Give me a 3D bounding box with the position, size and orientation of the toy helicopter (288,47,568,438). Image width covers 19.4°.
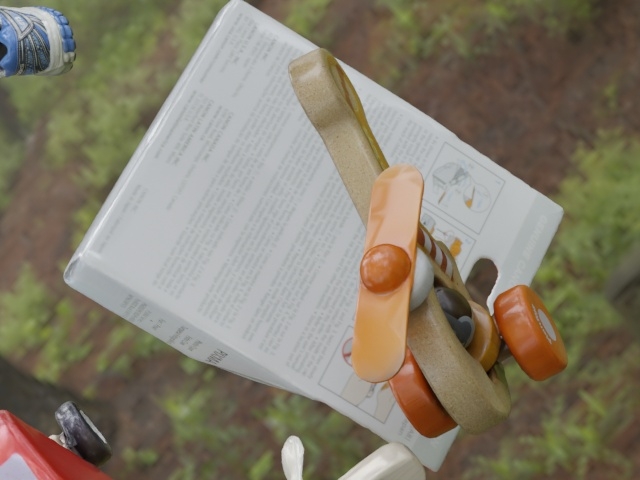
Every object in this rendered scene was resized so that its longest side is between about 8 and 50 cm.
[{"bbox_3d":[0.057,-0.001,1.553,0.140,0.355,0.235,-29,-10,16],"label":"toy helicopter"}]

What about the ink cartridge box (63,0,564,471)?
[{"bbox_3d":[0.000,0.000,1.758,0.308,0.385,0.091,-61,9,-23],"label":"ink cartridge box"}]

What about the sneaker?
[{"bbox_3d":[-0.211,-0.121,1.112,0.135,0.052,0.058,5,16,38],"label":"sneaker"}]

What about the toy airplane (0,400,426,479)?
[{"bbox_3d":[-0.121,0.332,1.473,0.272,0.384,0.386,-138,56,-67],"label":"toy airplane"}]
